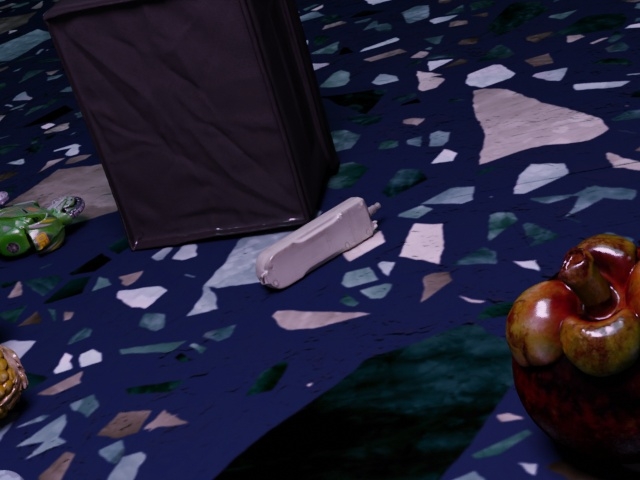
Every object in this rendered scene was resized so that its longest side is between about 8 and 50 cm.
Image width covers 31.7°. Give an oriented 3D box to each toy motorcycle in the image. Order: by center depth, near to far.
[{"bbox_3d":[-0.409,-0.012,1.512,0.190,0.074,0.106,-14,34,2],"label":"toy motorcycle"}]

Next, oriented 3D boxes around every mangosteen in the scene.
[{"bbox_3d":[0.228,0.074,0.848,0.200,0.199,0.200,-12,26,6],"label":"mangosteen"}]

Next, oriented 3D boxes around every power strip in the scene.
[{"bbox_3d":[0.000,0.000,1.285,0.191,0.047,0.030,-31,24,-30],"label":"power strip"}]

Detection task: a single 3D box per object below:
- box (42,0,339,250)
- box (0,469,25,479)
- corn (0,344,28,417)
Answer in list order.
[{"bbox_3d":[-0.148,-0.186,1.408,0.251,0.345,0.204,-8,29,17],"label":"box"},{"bbox_3d":[-0.281,0.269,0.799,0.227,0.130,0.162,-14,41,-1],"label":"box"},{"bbox_3d":[-0.424,0.183,1.081,0.293,0.106,0.106,-29,29,-29],"label":"corn"}]
